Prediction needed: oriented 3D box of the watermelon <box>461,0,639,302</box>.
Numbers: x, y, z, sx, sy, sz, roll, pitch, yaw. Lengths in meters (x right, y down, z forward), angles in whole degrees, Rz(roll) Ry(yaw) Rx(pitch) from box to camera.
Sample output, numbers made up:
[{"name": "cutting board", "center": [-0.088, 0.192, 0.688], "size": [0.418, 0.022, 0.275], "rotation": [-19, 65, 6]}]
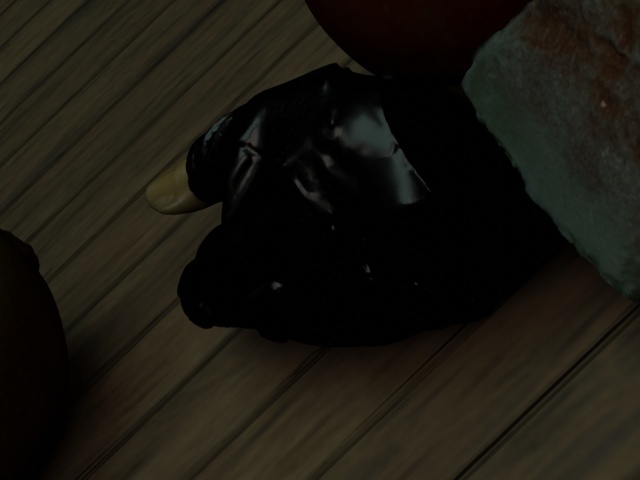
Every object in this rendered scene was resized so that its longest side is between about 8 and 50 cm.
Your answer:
[{"name": "watermelon", "center": [0.150, -0.082, 0.439], "size": [0.094, 0.241, 0.154], "rotation": [-7, 52, -22]}]

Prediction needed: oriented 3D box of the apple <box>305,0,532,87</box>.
[{"name": "apple", "center": [0.080, -0.190, 0.592], "size": [0.230, 0.230, 0.230], "rotation": [-24, 42, 24]}]

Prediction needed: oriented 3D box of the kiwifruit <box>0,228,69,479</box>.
[{"name": "kiwifruit", "center": [-0.242, 0.089, 0.660], "size": [0.234, 0.196, 0.196], "rotation": [-53, 38, -8]}]

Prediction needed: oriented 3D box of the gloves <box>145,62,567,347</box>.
[{"name": "gloves", "center": [0.000, 0.000, 0.584], "size": [0.203, 0.164, 0.124], "rotation": [-45, 13, 42]}]
